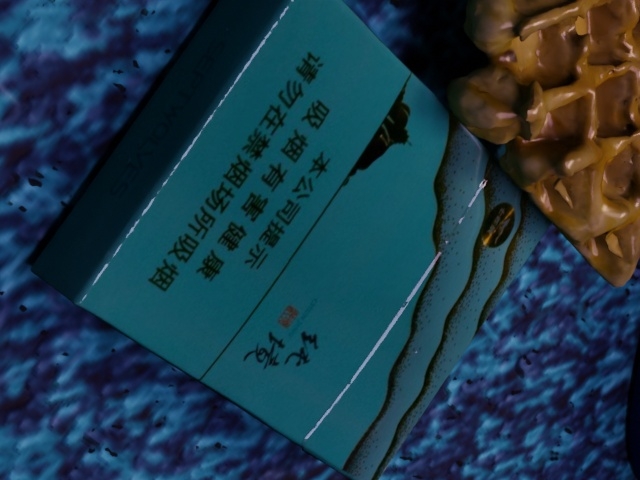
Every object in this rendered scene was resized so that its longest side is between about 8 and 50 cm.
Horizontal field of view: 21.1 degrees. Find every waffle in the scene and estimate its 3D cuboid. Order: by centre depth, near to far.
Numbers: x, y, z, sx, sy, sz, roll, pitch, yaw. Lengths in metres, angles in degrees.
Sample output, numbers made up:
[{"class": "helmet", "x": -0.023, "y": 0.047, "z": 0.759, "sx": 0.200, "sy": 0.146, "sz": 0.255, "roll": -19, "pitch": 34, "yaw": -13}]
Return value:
[{"class": "waffle", "x": 0.161, "y": -0.113, "z": 0.812, "sx": 0.261, "sy": 0.056, "sz": 0.250, "roll": 38, "pitch": 74, "yaw": -47}]

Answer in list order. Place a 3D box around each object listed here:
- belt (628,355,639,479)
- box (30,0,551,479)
[{"class": "belt", "x": 0.307, "y": 0.022, "z": 0.998, "sx": 0.212, "sy": 0.117, "sz": 0.346, "roll": 1, "pitch": 113, "yaw": -42}, {"class": "box", "x": 0.000, "y": 0.000, "z": 0.745, "sx": 0.161, "sy": 0.042, "sz": 0.226, "roll": -54, "pitch": 138, "yaw": -4}]
